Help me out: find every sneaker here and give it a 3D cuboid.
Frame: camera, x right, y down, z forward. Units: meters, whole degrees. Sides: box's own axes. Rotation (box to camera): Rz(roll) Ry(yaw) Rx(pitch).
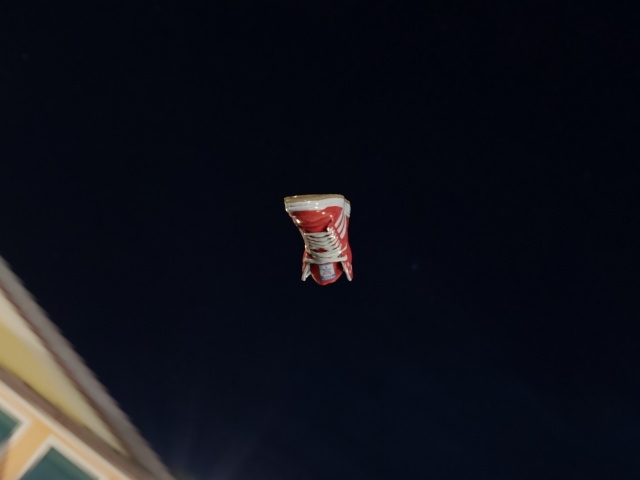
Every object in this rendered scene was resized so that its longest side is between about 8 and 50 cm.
[{"bbox_3d":[0.000,0.000,0.955,0.042,0.067,0.118,0,-3,14],"label":"sneaker"}]
